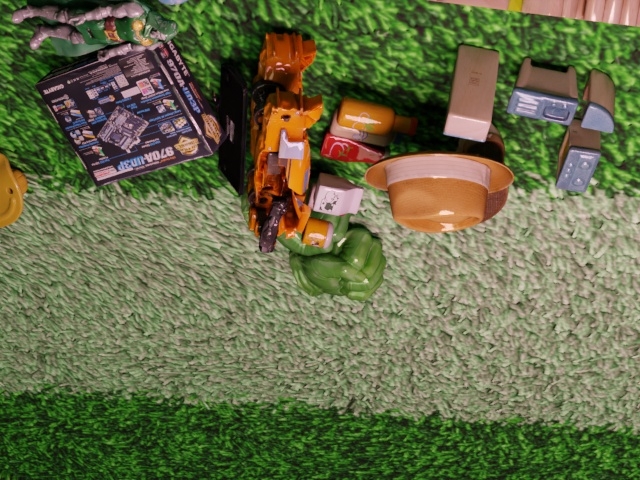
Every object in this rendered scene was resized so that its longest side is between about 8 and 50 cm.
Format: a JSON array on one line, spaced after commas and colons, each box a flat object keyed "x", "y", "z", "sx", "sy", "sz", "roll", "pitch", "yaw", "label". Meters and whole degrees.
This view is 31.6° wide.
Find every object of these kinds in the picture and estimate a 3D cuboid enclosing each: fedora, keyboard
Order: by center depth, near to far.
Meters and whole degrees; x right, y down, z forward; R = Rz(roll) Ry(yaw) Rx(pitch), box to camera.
[{"x": 0.152, "y": -0.057, "z": 1.464, "sx": 0.194, "sy": 0.079, "sz": 0.194, "roll": 2, "pitch": 165, "yaw": 1, "label": "fedora"}, {"x": -0.113, "y": -0.162, "z": 1.560, "sx": 0.038, "sy": 0.100, "sz": 0.192, "roll": -18, "pitch": 139, "yaw": -25, "label": "keyboard"}]

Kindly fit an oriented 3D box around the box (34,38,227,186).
[{"x": -0.263, "y": -0.178, "z": 1.562, "sx": 0.220, "sy": 0.051, "sz": 0.175, "roll": -13, "pitch": 118, "yaw": 32, "label": "box"}]

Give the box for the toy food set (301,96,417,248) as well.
[{"x": 0.051, "y": -0.094, "z": 1.559, "sx": 0.105, "sy": 0.111, "sz": 0.232, "roll": 12, "pitch": 119, "yaw": -8, "label": "toy food set"}]

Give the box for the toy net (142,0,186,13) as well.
[{"x": -0.255, "y": -0.358, "z": 1.367, "sx": 0.232, "sy": 0.045, "sz": 0.122, "roll": 39, "pitch": 156, "yaw": -28, "label": "toy net"}]

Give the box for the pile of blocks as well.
[{"x": 0.271, "y": -0.300, "z": 1.238, "sx": 0.362, "sy": 0.149, "sz": 0.112, "roll": 6, "pitch": 102, "yaw": -6, "label": "pile of blocks"}]

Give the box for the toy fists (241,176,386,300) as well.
[{"x": 0.000, "y": 0.000, "z": 1.732, "sx": 0.142, "sy": 0.096, "sz": 0.279, "roll": -11, "pitch": 137, "yaw": 29, "label": "toy fists"}]

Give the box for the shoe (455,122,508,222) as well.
[{"x": 0.220, "y": -0.097, "z": 1.566, "sx": 0.077, "sy": 0.058, "sz": 0.219, "roll": -9, "pitch": 148, "yaw": -3, "label": "shoe"}]

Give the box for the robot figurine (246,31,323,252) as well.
[{"x": -0.052, "y": -0.118, "z": 1.501, "sx": 0.085, "sy": 0.211, "sz": 0.291, "roll": 0, "pitch": 142, "yaw": -7, "label": "robot figurine"}]

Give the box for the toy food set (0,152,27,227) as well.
[{"x": -0.550, "y": -0.083, "z": 1.832, "sx": 0.218, "sy": 0.071, "sz": 0.128, "roll": -15, "pitch": 113, "yaw": 31, "label": "toy food set"}]

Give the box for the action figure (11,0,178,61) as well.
[{"x": -0.280, "y": -0.273, "z": 1.438, "sx": 0.232, "sy": 0.063, "sz": 0.137, "roll": 6, "pitch": 149, "yaw": 27, "label": "action figure"}]

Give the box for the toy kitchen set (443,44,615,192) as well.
[{"x": 0.257, "y": -0.131, "z": 1.438, "sx": 0.207, "sy": 0.122, "sz": 0.166, "roll": 12, "pitch": 145, "yaw": 3, "label": "toy kitchen set"}]
